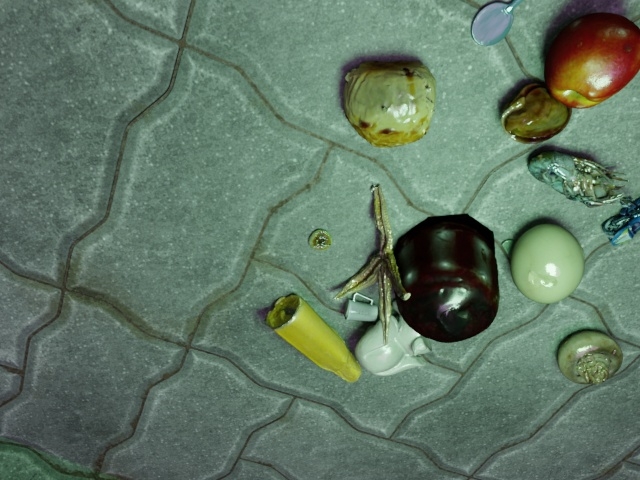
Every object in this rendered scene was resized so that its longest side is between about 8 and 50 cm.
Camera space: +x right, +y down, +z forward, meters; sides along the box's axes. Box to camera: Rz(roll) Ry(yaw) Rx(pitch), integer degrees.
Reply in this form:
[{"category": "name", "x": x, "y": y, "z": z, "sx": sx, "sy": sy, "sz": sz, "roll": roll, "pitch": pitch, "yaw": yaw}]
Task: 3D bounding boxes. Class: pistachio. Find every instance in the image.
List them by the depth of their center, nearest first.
[{"category": "pistachio", "x": 0.612, "y": -0.355, "z": 1.297, "sx": 0.210, "sy": 0.130, "sz": 0.165, "roll": -9, "pitch": 114, "yaw": -9}]

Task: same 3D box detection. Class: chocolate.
[{"category": "chocolate", "x": 0.415, "y": 0.146, "z": 1.474, "sx": 0.384, "sy": 0.331, "sz": 0.383, "roll": 0, "pitch": 118, "yaw": 0}, {"category": "chocolate", "x": -0.008, "y": 0.385, "z": 1.724, "sx": 0.162, "sy": 0.162, "sz": 0.445, "roll": -33, "pitch": 119, "yaw": 18}]

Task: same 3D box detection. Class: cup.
[{"category": "cup", "x": 0.147, "y": 0.244, "z": 1.683, "sx": 0.116, "sy": 0.074, "sz": 0.104, "roll": 8, "pitch": 91, "yaw": -8}]

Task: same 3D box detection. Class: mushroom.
[{"category": "mushroom", "x": 1.013, "y": 0.446, "z": 1.729, "sx": 0.226, "sy": 0.178, "sz": 0.226, "roll": 0, "pitch": 110, "yaw": 0}]

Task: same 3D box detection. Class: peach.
[{"category": "peach", "x": 0.691, "y": -0.462, "z": 1.167, "sx": 0.199, "sy": 0.243, "sz": 0.243, "roll": 25, "pitch": 117, "yaw": -23}]

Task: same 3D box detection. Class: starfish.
[{"category": "starfish", "x": 0.179, "y": 0.095, "z": 1.488, "sx": 0.132, "sy": 0.384, "sz": 0.398, "roll": 8, "pitch": 136, "yaw": -23}]

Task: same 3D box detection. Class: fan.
[{"category": "fan", "x": 0.676, "y": 0.073, "z": 1.607, "sx": 0.038, "sy": 0.016, "sz": 0.193, "roll": -24, "pitch": 116, "yaw": 17}]

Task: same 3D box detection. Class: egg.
[{"category": "egg", "x": 0.730, "y": 0.078, "z": 1.492, "sx": 0.219, "sy": 0.219, "sz": 0.269, "roll": -10, "pitch": 118, "yaw": 6}]

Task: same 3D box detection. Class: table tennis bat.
[{"category": "table tennis bat", "x": 0.472, "y": -0.589, "z": 1.224, "sx": 0.100, "sy": 0.019, "sz": 0.155, "roll": 39, "pitch": 115, "yaw": -20}]

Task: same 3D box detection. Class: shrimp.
[{"category": "shrimp", "x": 0.800, "y": -0.159, "z": 1.381, "sx": 0.372, "sy": 0.172, "sz": 0.137, "roll": 20, "pitch": 152, "yaw": 5}]

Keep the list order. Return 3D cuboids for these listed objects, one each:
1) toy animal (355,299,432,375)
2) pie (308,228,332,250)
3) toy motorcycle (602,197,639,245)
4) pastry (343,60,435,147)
[{"category": "toy animal", "x": 0.250, "y": 0.378, "z": 1.678, "sx": 0.265, "sy": 0.206, "sz": 0.271, "roll": -27, "pitch": 119, "yaw": 11}, {"category": "pie", "x": 0.002, "y": 0.000, "z": 1.563, "sx": 0.084, "sy": 0.021, "sz": 0.084, "roll": 0, "pitch": 121, "yaw": 0}, {"category": "toy motorcycle", "x": 1.018, "y": -0.079, "z": 1.447, "sx": 0.254, "sy": 0.135, "sz": 0.092, "roll": -37, "pitch": 113, "yaw": 19}, {"category": "pastry", "x": 0.188, "y": -0.362, "z": 1.271, "sx": 0.256, "sy": 0.170, "sz": 0.236, "roll": 1, "pitch": 117, "yaw": 5}]
